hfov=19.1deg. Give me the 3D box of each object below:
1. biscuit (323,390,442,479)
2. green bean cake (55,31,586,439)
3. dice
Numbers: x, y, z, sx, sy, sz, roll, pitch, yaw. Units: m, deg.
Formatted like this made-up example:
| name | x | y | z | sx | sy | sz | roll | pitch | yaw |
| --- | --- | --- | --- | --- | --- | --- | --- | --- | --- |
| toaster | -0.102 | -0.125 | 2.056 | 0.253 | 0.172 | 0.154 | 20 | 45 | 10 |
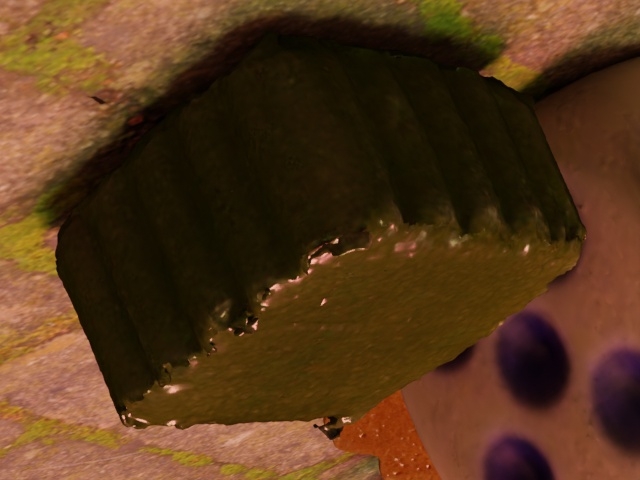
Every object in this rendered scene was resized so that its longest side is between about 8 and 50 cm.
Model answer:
| name | x | y | z | sx | sy | sz | roll | pitch | yaw |
| --- | --- | --- | --- | --- | --- | --- | --- | --- | --- |
| biscuit | 0.117 | 0.166 | 1.663 | 0.226 | 0.036 | 0.166 | 20 | 130 | -2 |
| green bean cake | 0.000 | 0.000 | 1.153 | 0.250 | 0.156 | 0.247 | 1 | 148 | -47 |
| dice | 0.246 | 0.066 | 1.355 | 0.277 | 0.304 | 0.304 | -7 | 154 | -35 |
